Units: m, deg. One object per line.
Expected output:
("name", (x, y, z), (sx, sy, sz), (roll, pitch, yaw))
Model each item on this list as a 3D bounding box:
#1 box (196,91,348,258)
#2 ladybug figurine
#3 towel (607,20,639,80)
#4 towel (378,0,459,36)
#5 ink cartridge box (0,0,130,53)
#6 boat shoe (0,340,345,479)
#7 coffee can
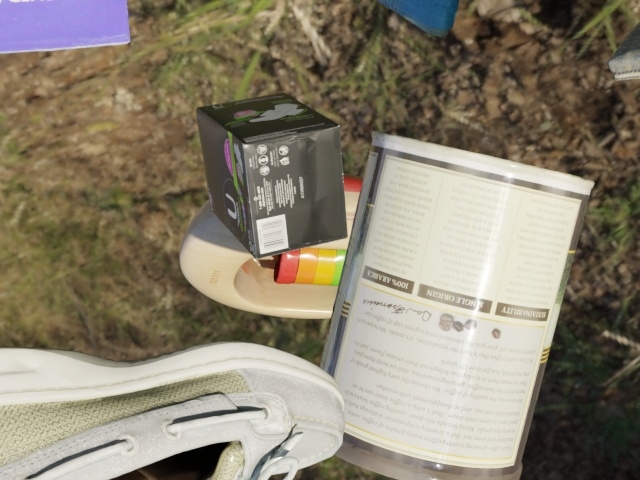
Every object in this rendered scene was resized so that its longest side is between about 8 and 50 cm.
("box", (-0.026, -0.036, 0.532), (0.083, 0.052, 0.062), (-137, 39, -61))
("ladybug figurine", (0.000, 0.000, 1.640), (0.305, 0.449, 0.162), (117, 154, -51))
("towel", (0.495, -0.236, 1.083), (0.312, 0.324, 0.056), (-3, 114, 34))
("towel", (0.151, -0.528, 1.554), (0.271, 0.040, 0.370), (42, 130, 39))
("ink cartridge box", (-0.155, -0.120, 0.266), (0.208, 0.206, 0.045), (95, 164, -46))
("boat shoe", (-0.101, 0.126, 0.594), (0.118, 0.320, 0.103), (-38, 60, 30))
("coffee can", (0.112, 0.057, 0.920), (0.201, 0.201, 0.275), (20, 100, 47))
